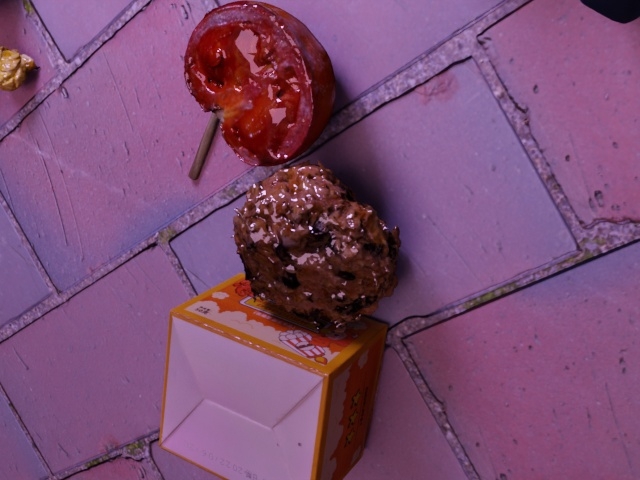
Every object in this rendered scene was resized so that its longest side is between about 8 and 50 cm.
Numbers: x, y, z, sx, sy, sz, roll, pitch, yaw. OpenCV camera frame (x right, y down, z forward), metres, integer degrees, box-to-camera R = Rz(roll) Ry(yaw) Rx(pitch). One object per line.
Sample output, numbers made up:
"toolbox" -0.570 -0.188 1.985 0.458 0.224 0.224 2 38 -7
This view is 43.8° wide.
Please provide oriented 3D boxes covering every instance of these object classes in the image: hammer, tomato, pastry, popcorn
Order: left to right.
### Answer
"popcorn" -0.547 -0.309 1.441 0.084 0.084 0.084 11 112 27
"hammer" -0.184 -0.176 1.297 0.062 0.017 0.182 37 123 15
"tomato" -0.069 -0.231 1.136 0.200 0.139 0.233 -29 93 38
"pastry" 0.000 0.000 1.165 0.275 0.193 0.275 10 133 10

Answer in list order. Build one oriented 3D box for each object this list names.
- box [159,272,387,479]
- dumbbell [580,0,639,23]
"box" -0.074 0.231 1.258 0.283 0.214 0.259 18 112 23
"dumbbell" 0.254 -0.383 0.890 0.325 0.160 0.144 35 90 16
